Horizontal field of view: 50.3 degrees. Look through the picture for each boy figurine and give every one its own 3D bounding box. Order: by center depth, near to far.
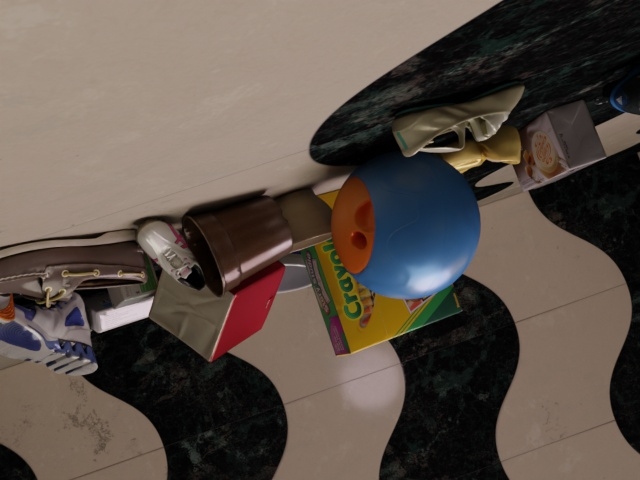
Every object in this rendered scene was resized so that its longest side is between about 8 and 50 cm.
[{"bbox_3d":[0.294,-0.167,1.483,0.285,0.092,0.177,-17,173,17],"label":"boy figurine"}]

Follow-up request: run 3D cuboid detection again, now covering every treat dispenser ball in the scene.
[{"bbox_3d":[0.163,-0.030,1.319,0.288,0.288,0.288,-19,175,-2],"label":"treat dispenser ball"}]

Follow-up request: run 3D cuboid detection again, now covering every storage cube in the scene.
[{"bbox_3d":[-0.222,0.112,1.467,0.193,0.184,0.215,-28,146,-57],"label":"storage cube"}]

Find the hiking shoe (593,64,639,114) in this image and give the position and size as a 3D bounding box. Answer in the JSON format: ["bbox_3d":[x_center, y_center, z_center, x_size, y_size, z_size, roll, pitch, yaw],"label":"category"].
[{"bbox_3d":[0.669,-0.320,1.330,0.304,0.113,0.132,-23,-152,-36],"label":"hiking shoe"}]

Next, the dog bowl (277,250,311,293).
[{"bbox_3d":[-0.128,0.055,1.752,0.265,0.104,0.265,-5,161,-2],"label":"dog bowl"}]

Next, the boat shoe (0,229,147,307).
[{"bbox_3d":[-0.430,0.055,1.137,0.117,0.096,0.324,-23,173,37],"label":"boat shoe"}]

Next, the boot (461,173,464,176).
[{"bbox_3d":[0.305,-0.099,1.809,0.247,0.161,0.083,-15,174,-38],"label":"boot"}]

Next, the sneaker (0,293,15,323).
[{"bbox_3d":[-0.631,0.123,1.168,0.121,0.099,0.262,-14,173,-2],"label":"sneaker"}]

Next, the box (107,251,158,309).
[{"bbox_3d":[-0.410,0.083,1.474,0.087,0.101,0.102,-15,172,-32],"label":"box"}]

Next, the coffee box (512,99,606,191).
[{"bbox_3d":[0.537,-0.213,1.587,0.098,0.141,0.246,-19,176,-9],"label":"coffee box"}]

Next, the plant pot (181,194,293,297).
[{"bbox_3d":[-0.152,0.001,1.298,0.165,0.167,0.167,-24,177,-24],"label":"plant pot"}]

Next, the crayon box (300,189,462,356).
[{"bbox_3d":[0.128,0.049,1.612,0.313,0.362,0.106,-17,174,-26],"label":"crayon box"}]

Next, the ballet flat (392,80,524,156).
[{"bbox_3d":[0.227,-0.187,1.083,0.248,0.086,0.086,-18,174,-19],"label":"ballet flat"}]

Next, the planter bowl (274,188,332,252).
[{"bbox_3d":[-0.045,-0.043,1.436,0.162,0.109,0.162,-19,174,-2],"label":"planter bowl"}]

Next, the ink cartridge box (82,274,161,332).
[{"bbox_3d":[-0.545,0.156,1.915,0.296,0.066,0.261,-16,-159,-40],"label":"ink cartridge box"}]

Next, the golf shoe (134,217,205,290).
[{"bbox_3d":[-0.262,0.026,1.229,0.067,0.086,0.186,-45,145,-7],"label":"golf shoe"}]

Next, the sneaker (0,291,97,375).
[{"bbox_3d":[-0.670,0.199,1.660,0.127,0.182,0.315,-22,145,14],"label":"sneaker"}]
